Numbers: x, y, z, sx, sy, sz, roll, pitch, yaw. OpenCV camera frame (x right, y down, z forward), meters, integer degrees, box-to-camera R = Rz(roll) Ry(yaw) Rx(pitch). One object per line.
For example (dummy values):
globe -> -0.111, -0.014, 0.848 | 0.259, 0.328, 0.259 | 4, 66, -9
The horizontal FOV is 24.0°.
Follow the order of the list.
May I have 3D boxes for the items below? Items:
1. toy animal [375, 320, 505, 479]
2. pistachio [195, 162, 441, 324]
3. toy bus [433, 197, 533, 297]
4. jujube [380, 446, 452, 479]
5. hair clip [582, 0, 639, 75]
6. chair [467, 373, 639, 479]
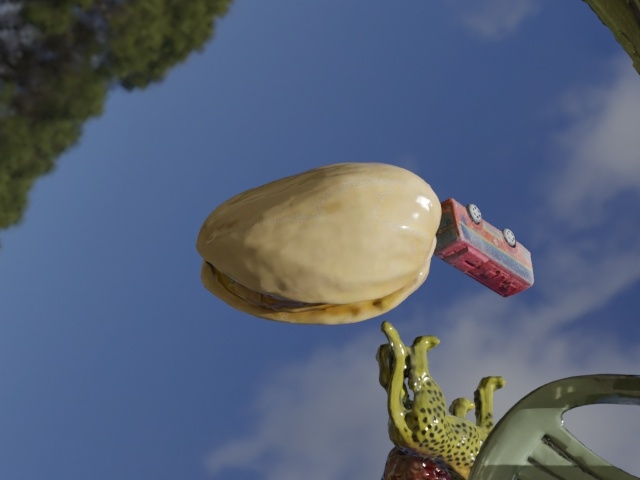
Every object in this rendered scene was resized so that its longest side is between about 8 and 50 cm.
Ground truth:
toy animal -> 0.107, 0.161, 1.305 | 0.073, 0.181, 0.136 | -28, -136, 29
pistachio -> 0.000, 0.000, 1.375 | 0.229, 0.157, 0.157 | -10, -154, -3
toy bus -> 0.212, 0.012, 2.009 | 0.065, 0.192, 0.077 | -30, -129, 29
jujube -> 0.129, 0.315, 1.666 | 0.168, 0.236, 0.168 | -9, -149, 5
hair clip -> 0.396, -0.296, 1.844 | 0.091, 0.321, 0.138 | -29, 166, -23
chair -> 0.261, 0.227, 1.119 | 0.203, 0.274, 0.190 | -63, -173, -12
